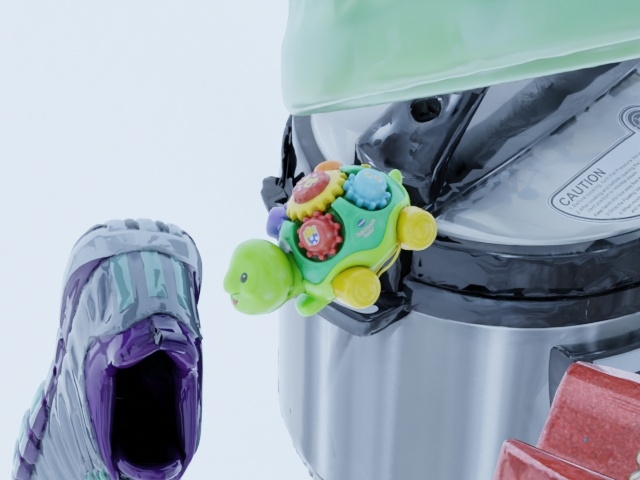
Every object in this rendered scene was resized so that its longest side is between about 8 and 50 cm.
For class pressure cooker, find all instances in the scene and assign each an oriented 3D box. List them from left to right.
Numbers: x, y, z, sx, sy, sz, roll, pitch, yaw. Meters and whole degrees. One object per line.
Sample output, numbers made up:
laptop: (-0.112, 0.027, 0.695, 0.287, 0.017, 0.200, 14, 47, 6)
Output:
pressure cooker: (0.139, 0.003, 1.412, 0.375, 0.370, 0.420, 0, 129, -2)

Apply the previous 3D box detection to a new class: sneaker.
sneaker: (-0.096, 0.103, 0.809, 0.083, 0.098, 0.224, 0, 126, -14)

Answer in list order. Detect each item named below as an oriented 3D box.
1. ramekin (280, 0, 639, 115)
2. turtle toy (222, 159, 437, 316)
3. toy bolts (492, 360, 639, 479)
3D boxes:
ramekin: (0.124, -0.140, 0.571, 0.303, 0.303, 0.148, -8, 94, 36)
turtle toy: (0.000, 0.000, 1.033, 0.066, 0.130, 0.095, 52, 163, -24)
toy bolts: (0.104, 0.142, 0.321, 0.228, 0.218, 0.159, 21, 103, 19)
